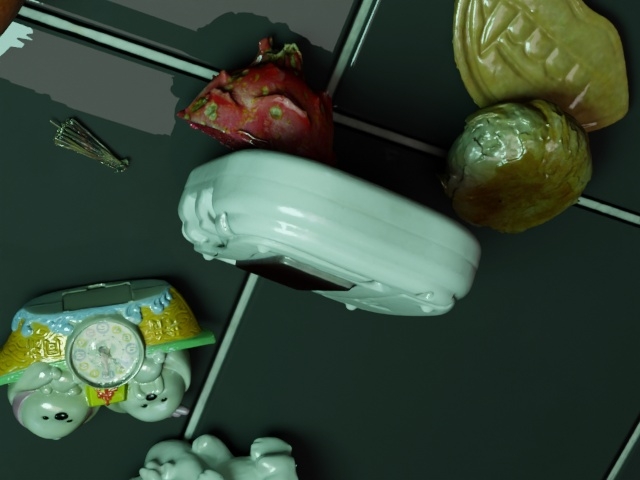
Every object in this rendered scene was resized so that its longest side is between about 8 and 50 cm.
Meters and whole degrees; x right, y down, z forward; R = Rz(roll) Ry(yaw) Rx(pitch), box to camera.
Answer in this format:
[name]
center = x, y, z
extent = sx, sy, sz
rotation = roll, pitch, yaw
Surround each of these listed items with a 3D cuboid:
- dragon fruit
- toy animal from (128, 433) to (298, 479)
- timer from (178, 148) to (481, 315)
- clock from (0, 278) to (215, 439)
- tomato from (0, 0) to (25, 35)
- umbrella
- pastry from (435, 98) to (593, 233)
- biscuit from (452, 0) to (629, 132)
[dragon fruit]
center = -0.036, -0.122, 1.022
extent = 0.153, 0.153, 0.111
rotation = 23, 91, -20
[toy animal]
center = -0.110, 0.293, 1.201
extent = 0.193, 0.127, 0.179
rotation = -16, 119, -6
[timer]
center = 0.000, 0.000, 1.013
extent = 0.237, 0.262, 0.087
rotation = 20, 80, -20
[clock]
center = -0.215, 0.120, 1.111
extent = 0.230, 0.103, 0.144
rotation = -7, 108, -9
[tomato]
center = -0.356, -0.238, 0.820
extent = 0.321, 0.321, 0.322
rotation = -4, 116, -9
[umbrella]
center = -0.216, -0.087, 1.061
extent = 0.083, 0.020, 0.031
rotation = 30, 107, -27
[pastry]
center = 0.187, -0.070, 1.091
extent = 0.153, 0.081, 0.153
rotation = -1, 140, -1
[biscuit]
center = 0.208, -0.174, 1.095
extent = 0.220, 0.029, 0.142
rotation = 38, 104, -24
